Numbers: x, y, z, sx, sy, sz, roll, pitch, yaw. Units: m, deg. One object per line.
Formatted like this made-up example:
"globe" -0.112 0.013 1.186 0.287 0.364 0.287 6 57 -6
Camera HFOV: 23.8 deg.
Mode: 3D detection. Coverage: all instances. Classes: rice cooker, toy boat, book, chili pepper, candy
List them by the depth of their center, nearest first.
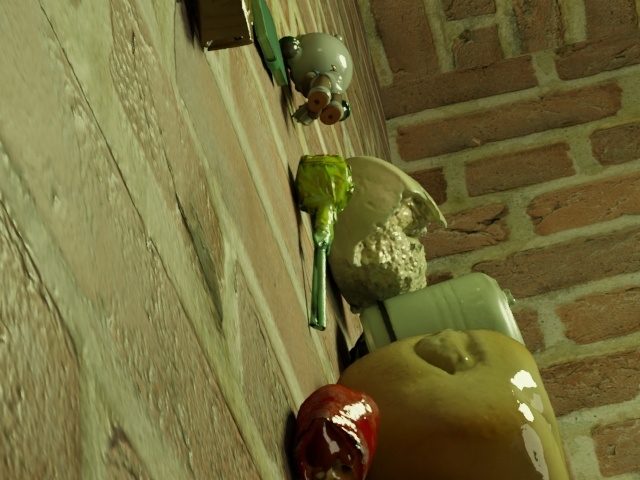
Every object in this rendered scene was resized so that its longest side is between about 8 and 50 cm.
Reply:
"toy boat" -0.093 -0.247 1.447 0.077 0.057 0.200 78 3 -46
"chili pepper" 0.016 0.185 1.479 0.192 0.084 0.086 -69 179 -75
"candy" 0.002 0.002 1.833 0.077 0.073 0.262 105 -10 -50
"book" -0.068 -0.258 1.874 0.135 0.017 0.103 65 12 -67
"rice cooker" 0.161 0.171 2.037 0.226 0.244 0.226 164 -90 -88

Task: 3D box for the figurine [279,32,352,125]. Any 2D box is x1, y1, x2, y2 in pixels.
"figurine" -0.006 -0.214 2.041 0.147 0.093 0.197 50 27 -25

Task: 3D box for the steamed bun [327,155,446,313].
"steamed bun" 0.086 -0.010 2.081 0.225 0.170 0.200 50 30 -75

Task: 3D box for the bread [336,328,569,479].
"bread" 0.156 0.291 1.730 0.348 0.253 0.376 -100 177 -70
